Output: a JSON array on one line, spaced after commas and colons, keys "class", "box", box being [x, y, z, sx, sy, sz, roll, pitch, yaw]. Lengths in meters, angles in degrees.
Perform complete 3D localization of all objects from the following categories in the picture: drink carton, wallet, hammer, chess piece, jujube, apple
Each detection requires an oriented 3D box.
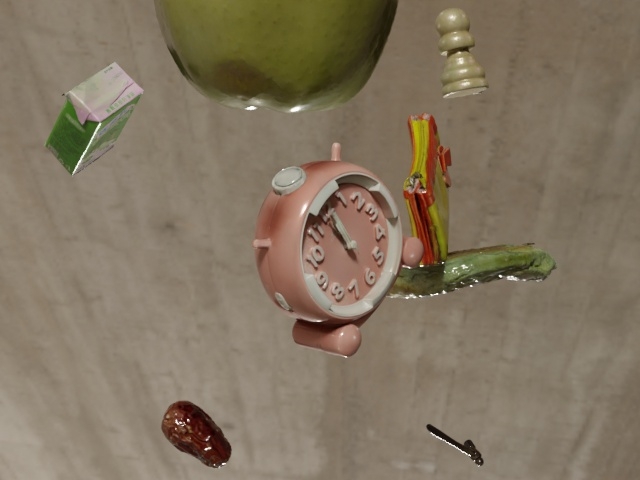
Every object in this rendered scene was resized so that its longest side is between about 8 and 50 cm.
[{"class": "drink carton", "box": [-0.544, -0.282, 2.263, 0.161, 0.108, 0.271, -47, 2, -39]}, {"class": "wallet", "box": [0.165, -0.085, 1.458, 0.241, 0.067, 0.141, -81, -19, -53]}, {"class": "hammer", "box": [0.264, 0.404, 1.934, 0.021, 0.178, 0.065, -48, 34, 13]}, {"class": "chess piece", "box": [0.269, -0.370, 1.879, 0.094, 0.094, 0.170, 15, -116, -84]}, {"class": "jujube", "box": [-0.197, 0.312, 1.527, 0.077, 0.129, 0.077, -46, 4, 4]}, {"class": "apple", "box": [-0.079, -0.436, 1.674, 0.473, 0.474, 0.473, 6, -90, -84]}]

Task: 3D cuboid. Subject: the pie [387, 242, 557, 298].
[{"class": "pie", "box": [0.232, 0.047, 1.587, 0.302, 0.303, 0.066, -27, -70, -83]}]

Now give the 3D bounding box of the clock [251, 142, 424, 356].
[{"class": "clock", "box": [0.000, 0.000, 1.299, 0.227, 0.142, 0.241, -53, -50, -27]}]
